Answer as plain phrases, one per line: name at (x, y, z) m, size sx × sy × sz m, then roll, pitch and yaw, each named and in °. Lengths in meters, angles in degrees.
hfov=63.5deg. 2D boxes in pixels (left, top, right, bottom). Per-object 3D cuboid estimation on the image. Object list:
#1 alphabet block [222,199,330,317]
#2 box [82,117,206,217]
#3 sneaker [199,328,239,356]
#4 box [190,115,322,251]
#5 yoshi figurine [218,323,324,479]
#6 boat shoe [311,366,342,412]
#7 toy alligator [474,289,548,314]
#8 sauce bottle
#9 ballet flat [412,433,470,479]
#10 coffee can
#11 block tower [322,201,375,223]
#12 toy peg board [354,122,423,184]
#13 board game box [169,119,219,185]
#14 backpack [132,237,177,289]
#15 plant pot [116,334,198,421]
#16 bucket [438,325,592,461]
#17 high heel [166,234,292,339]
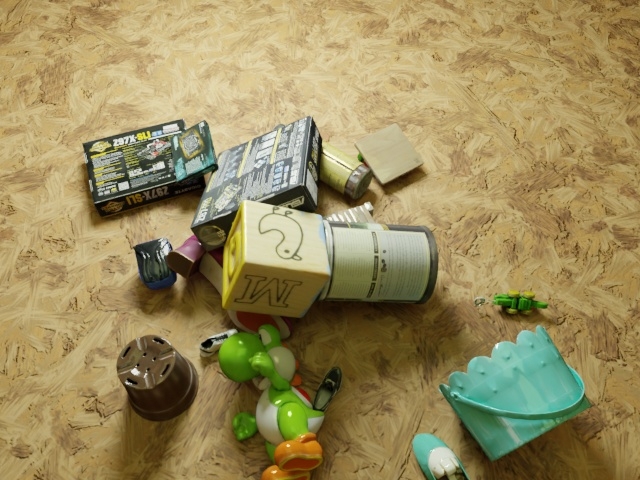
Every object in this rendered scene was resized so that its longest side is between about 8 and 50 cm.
alphabet block at (-0.110, 0.048, 1.199) m, size 0.197 × 0.193 × 0.192 m, roll 9°, pitch 47°, yaw -21°
box at (-0.537, -0.227, 1.577) m, size 0.321 × 0.079 × 0.257 m, roll -18°, pitch 56°, yaw -13°
sneaker at (-0.249, 0.250, 1.280) m, size 0.109 × 0.044 × 0.040 m, roll -28°, pitch 59°, yaw -21°
box at (-0.158, -0.167, 1.394) m, size 0.318 × 0.097 × 0.395 m, roll -18°, pitch 35°, yaw 14°
yoshi figurine at (-0.130, 0.339, 1.127) m, size 0.203 × 0.203 × 0.362 m, roll -26°, pitch 48°, yaw 4°
boat shoe at (0.016, 0.350, 1.219) m, size 0.046 × 0.038 × 0.125 m, roll 26°, pitch 59°, yaw 16°
toy alligator at (0.493, 0.156, 1.355) m, size 0.189 × 0.056 × 0.051 m, roll 4°, pitch 14°, yaw 3°
sauce bottle at (-0.003, -0.253, 1.583) m, size 0.344 × 0.111 × 0.111 m, roll 36°, pitch 62°, yaw 20°
ballet flat at (0.284, 0.510, 1.087) m, size 0.083 × 0.087 × 0.247 m, roll -23°, pitch 59°, yaw -15°
coffee can at (0.125, 0.055, 1.291) m, size 0.275 × 0.201 × 0.202 m, roll 3°, pitch 55°, yaw -13°
block tower at (0.000, 0.000, 1.425) m, size 0.335 × 0.091 × 0.097 m, roll -19°, pitch 59°, yaw -13°
toy peg board at (0.207, -0.257, 1.624) m, size 0.161 × 0.079 × 0.161 m, roll -28°, pitch 76°, yaw -18°
board game box at (-0.372, -0.258, 1.515) m, size 0.126 × 0.026 × 0.186 m, roll -24°, pitch 56°, yaw 8°
backpack at (-0.424, 0.069, 1.363) m, size 0.097 × 0.101 × 0.120 m, roll -18°, pitch 62°, yaw -4°
plant pot at (-0.372, 0.303, 1.168) m, size 0.166 × 0.165 × 0.167 m, roll 1°, pitch 57°, yaw -1°
bucket at (0.419, 0.331, 1.112) m, size 0.281 × 0.281 × 0.183 m, roll -22°, pitch 62°, yaw -15°
high heel at (-0.206, 0.105, 1.354) m, size 0.377 × 0.127 × 0.181 m, roll 38°, pitch 27°, yaw 4°
